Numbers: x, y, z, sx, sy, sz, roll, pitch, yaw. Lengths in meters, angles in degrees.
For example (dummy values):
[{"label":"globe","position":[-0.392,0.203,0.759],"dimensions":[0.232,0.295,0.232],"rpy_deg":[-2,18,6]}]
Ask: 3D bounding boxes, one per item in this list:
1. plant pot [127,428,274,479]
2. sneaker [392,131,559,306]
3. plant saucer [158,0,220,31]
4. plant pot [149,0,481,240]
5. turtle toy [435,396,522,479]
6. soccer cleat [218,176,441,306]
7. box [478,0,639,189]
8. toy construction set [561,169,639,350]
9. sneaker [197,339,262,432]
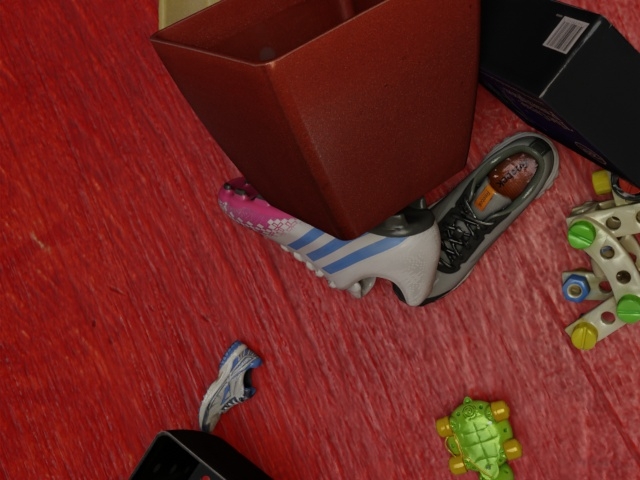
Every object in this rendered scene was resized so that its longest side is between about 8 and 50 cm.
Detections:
[{"label":"plant pot","position":[-0.150,0.359,1.153],"dimensions":[0.187,0.167,0.188],"rpy_deg":[35,98,13]},{"label":"sneaker","position":[0.182,-0.028,1.096],"dimensions":[0.100,0.108,0.271],"rpy_deg":[43,103,9]},{"label":"plant saucer","position":[-0.045,-0.403,1.171],"dimensions":[0.333,0.081,0.332],"rpy_deg":[0,90,16]},{"label":"plant pot","position":[0.018,-0.158,0.973],"dimensions":[0.267,0.267,0.235],"rpy_deg":[-33,121,-21]},{"label":"turtle toy","position":[0.205,0.257,1.111],"dimensions":[0.095,0.066,0.130],"rpy_deg":[-19,86,14]},{"label":"soccer cleat","position":[0.000,0.000,1.120],"dimensions":[0.331,0.116,0.143],"rpy_deg":[14,121,37]},{"label":"box","position":[0.262,-0.176,0.968],"dimensions":[0.184,0.261,0.103],"rpy_deg":[31,101,-26]},{"label":"toy construction set","position":[0.421,-0.007,1.002],"dimensions":[0.328,0.151,0.215],"rpy_deg":[-15,99,14]},{"label":"sneaker","position":[-0.122,0.207,1.206],"dimensions":[0.058,0.052,0.135],"rpy_deg":[26,97,9]}]
